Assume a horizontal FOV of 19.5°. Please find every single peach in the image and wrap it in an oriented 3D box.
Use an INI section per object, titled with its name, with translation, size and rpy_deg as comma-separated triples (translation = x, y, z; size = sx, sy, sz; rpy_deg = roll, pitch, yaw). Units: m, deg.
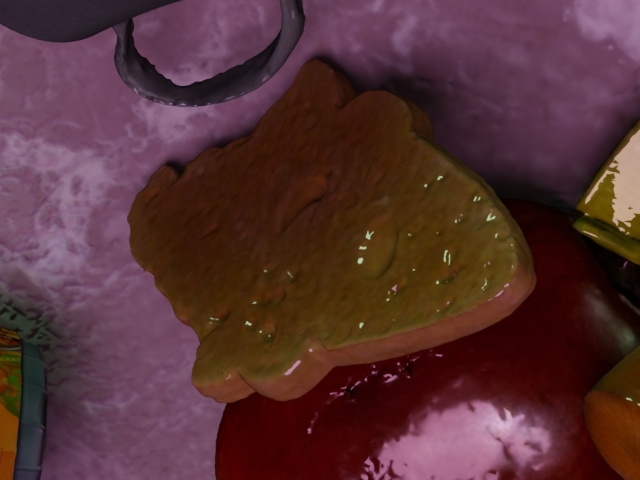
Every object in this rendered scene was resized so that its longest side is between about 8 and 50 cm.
[peach]
translation = 0.035, 0.088, 0.866
size = 0.267, 0.159, 0.154
rpy_deg = -30, 103, 26

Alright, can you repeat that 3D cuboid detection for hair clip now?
[hair clip]
translation = 0.177, -0.067, 0.806
size = 0.072, 0.046, 0.173
rpy_deg = 27, 114, -6

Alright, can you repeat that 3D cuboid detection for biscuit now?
[biscuit]
translation = 0.000, 0.000, 0.808
size = 0.035, 0.250, 0.162
rpy_deg = 28, 80, -39

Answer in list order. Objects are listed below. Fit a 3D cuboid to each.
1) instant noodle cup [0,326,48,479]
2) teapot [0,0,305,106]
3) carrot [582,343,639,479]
[instant noodle cup]
translation = -0.203, 0.104, 0.913
size = 0.125, 0.177, 0.208
rpy_deg = 8, 80, -14
[teapot]
translation = -0.102, -0.144, 0.769
size = 0.149, 0.162, 0.239
rpy_deg = -26, 126, 32
[carrot]
translation = 0.197, 0.038, 0.781
size = 0.087, 0.193, 0.087
rpy_deg = 31, 139, 31
